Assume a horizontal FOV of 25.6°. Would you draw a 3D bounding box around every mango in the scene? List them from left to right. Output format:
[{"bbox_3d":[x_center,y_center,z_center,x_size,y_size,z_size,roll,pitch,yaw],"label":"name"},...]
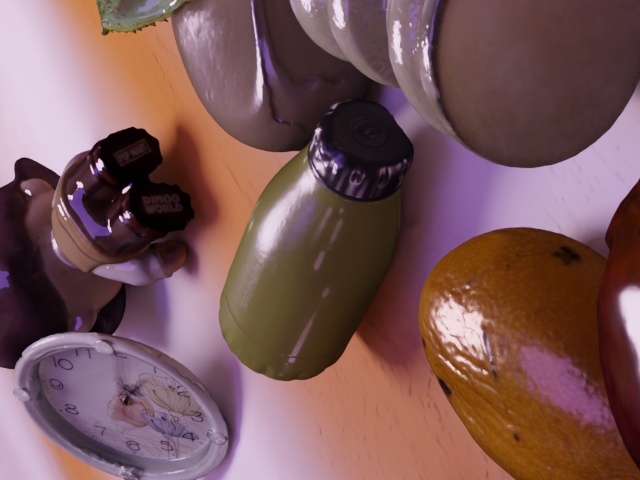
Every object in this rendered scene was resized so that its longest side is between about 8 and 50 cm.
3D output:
[{"bbox_3d":[0.152,0.085,0.823,0.262,0.109,0.157,35,129,48],"label":"mango"}]

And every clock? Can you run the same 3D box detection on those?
[{"bbox_3d":[-0.202,0.165,1.461,0.236,0.053,0.236,12,135,12],"label":"clock"}]

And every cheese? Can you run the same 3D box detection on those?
[{"bbox_3d":[-0.043,-0.155,1.072,0.202,0.091,0.175,15,116,58],"label":"cheese"}]

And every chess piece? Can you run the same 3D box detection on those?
[{"bbox_3d":[0.065,-0.146,0.849,0.251,0.144,0.144,37,135,57],"label":"chess piece"}]

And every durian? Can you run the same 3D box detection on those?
[{"bbox_3d":[-0.144,-0.248,1.194,0.086,0.100,0.215,58,155,21],"label":"durian"}]

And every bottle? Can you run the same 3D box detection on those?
[{"bbox_3d":[0.000,0.000,1.050,0.112,0.112,0.260,60,149,25],"label":"bottle"}]

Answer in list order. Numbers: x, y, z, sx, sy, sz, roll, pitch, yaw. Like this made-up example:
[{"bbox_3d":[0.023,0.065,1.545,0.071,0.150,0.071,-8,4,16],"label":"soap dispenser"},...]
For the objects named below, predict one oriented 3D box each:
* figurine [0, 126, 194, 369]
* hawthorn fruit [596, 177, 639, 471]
[{"bbox_3d":[-0.254,-0.005,1.495,0.365,0.206,0.218,-35,97,36],"label":"figurine"},{"bbox_3d":[0.207,0.048,0.601,0.248,0.208,0.208,34,133,40],"label":"hawthorn fruit"}]
